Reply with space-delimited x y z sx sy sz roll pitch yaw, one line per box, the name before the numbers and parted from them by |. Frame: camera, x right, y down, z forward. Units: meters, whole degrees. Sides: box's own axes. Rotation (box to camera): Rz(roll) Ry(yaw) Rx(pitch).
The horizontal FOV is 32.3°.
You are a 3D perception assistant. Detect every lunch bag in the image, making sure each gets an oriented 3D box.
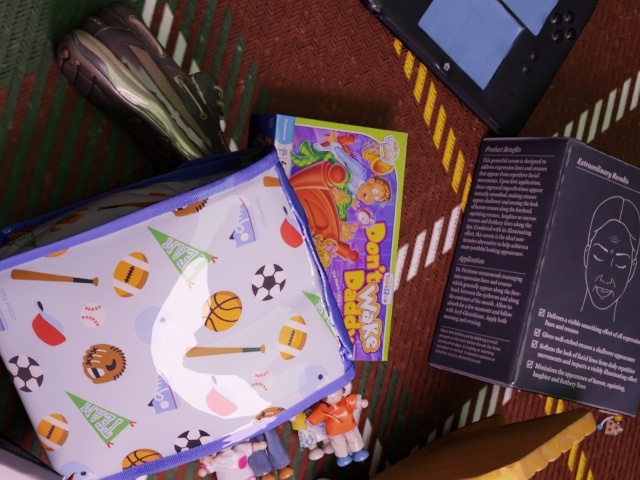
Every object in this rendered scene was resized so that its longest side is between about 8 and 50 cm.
lunch bag | -0.179 0.087 1.364 0.385 0.239 0.328 -20 107 3

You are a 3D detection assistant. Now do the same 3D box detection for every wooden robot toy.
wooden robot toy | 0.549 0.283 2.010 0.076 0.079 0.173 -15 103 -31

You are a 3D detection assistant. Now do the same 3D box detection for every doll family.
doll family | -0.065 0.265 1.604 0.263 0.118 0.163 -23 113 -11

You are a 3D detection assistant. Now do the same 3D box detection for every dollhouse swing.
dollhouse swing | 0.238 0.426 1.631 0.347 0.305 0.315 -16 100 -50

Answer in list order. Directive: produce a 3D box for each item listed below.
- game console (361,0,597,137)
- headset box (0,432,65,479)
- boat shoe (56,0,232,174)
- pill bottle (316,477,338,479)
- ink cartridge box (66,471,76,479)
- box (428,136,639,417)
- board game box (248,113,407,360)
game console | 0.273 -0.403 1.783 0.386 0.060 0.342 39 73 -29
headset box | -0.453 0.246 1.228 0.246 0.283 0.131 35 75 -31
boat shoe | -0.182 -0.170 1.461 0.355 0.132 0.130 47 70 -28
pill bottle | 0.044 0.406 1.696 0.120 0.067 0.067 18 84 -33
ink cartridge box | -0.314 0.381 1.286 0.078 0.231 0.134 30 45 -9
box | 0.389 0.057 1.807 0.293 0.212 0.395 17 85 -33
board game box | 0.000 0.000 1.626 0.233 0.078 0.347 4 92 -33
